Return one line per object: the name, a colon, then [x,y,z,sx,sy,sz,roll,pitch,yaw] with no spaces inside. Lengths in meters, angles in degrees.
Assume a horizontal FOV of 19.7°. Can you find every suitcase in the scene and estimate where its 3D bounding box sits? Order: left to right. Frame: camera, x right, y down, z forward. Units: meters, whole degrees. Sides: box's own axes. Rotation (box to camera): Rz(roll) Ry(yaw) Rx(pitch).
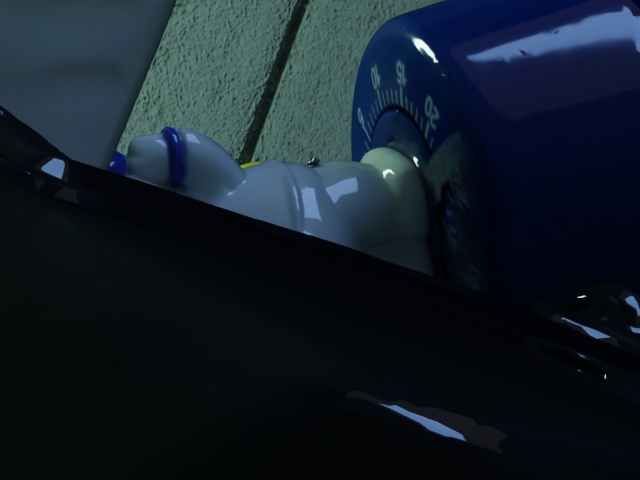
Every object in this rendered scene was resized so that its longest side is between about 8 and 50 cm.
suitcase: [0.046,0.096,0.500,0.345,0.188,0.339,20,1,-34]

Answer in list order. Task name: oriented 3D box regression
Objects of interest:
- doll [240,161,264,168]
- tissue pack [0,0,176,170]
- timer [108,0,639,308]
doll: [0.067,0.082,1.250,0.423,0.161,0.348,10,24,-24]
tissue pack: [-0.189,-0.093,0.768,0.194,0.356,0.266,22,2,-28]
timer: [0.000,0.000,1.040,0.384,0.270,0.270,-10,12,-15]
